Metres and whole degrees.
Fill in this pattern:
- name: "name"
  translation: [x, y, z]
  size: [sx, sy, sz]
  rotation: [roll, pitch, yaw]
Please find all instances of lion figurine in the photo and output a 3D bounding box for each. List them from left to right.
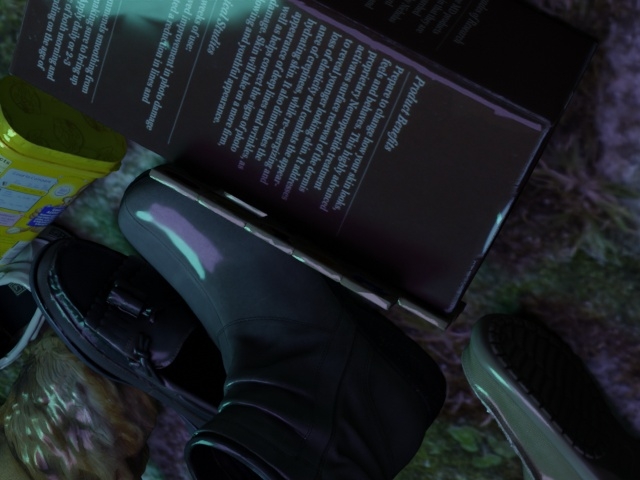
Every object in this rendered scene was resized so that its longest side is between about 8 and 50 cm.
- name: "lion figurine"
  translation: [-0.285, 0.218, 1.573]
  size: [0.392, 0.142, 0.240]
  rotation: [-23, 120, 32]

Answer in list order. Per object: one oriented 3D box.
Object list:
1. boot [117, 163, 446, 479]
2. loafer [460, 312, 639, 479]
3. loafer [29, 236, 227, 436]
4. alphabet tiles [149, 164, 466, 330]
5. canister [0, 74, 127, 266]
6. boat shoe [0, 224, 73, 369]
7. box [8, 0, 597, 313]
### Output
- name: "boot"
  translation: [-0.056, 0.099, 1.325]
  size: [0.338, 0.223, 0.118]
  rotation: [38, 132, -2]
- name: "loafer"
  translation: [0.195, 0.174, 1.334]
  size: [0.092, 0.102, 0.268]
  rotation: [-33, 105, 33]
- name: "loafer"
  translation: [-0.112, 0.096, 1.422]
  size: [0.302, 0.109, 0.095]
  rotation: [43, 146, -18]
- name: "alphabet tiles"
  translation: [0.000, 0.000, 1.255]
  size: [0.237, 0.198, 0.009]
  rotation: [30, 100, 8]
- name: "canister"
  translation: [-0.261, -0.053, 1.378]
  size: [0.170, 0.126, 0.073]
  rotation: [-40, 55, 32]
- name: "boat shoe"
  translation: [-0.314, 0.082, 1.532]
  size: [0.267, 0.088, 0.096]
  rotation: [-31, 106, 38]
- name: "box"
  translation: [-0.017, -0.133, 1.200]
  size: [0.381, 0.143, 0.191]
  rotation: [30, 131, 6]
